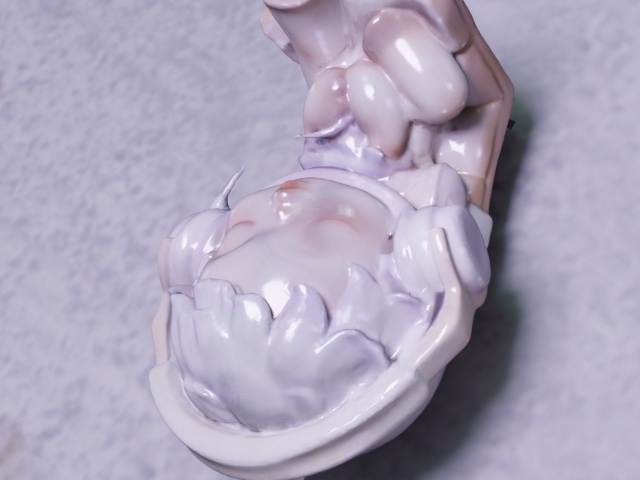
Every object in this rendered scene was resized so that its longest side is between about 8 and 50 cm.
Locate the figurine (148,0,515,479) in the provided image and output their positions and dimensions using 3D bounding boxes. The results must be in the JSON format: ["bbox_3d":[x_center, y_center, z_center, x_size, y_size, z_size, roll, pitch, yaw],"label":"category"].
[{"bbox_3d":[0.002,0.002,0.773,0.162,0.141,0.237,7,67,39],"label":"figurine"}]
